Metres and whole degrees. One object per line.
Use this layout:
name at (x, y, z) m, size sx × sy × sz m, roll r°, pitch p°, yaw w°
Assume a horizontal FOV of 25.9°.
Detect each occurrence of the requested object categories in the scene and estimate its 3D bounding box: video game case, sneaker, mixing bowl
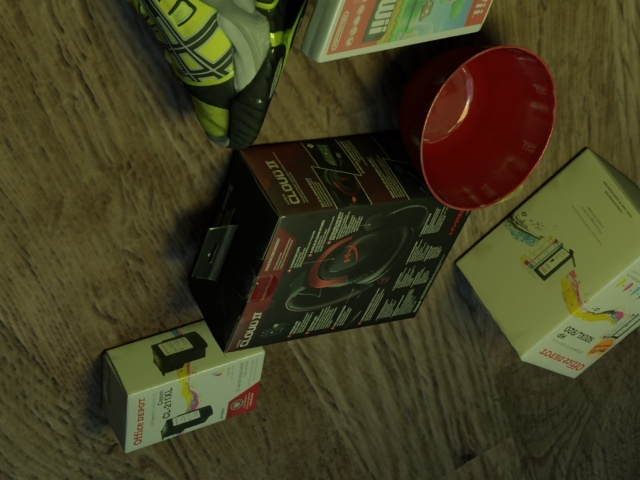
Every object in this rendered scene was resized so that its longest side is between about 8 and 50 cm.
video game case at (0.102, -0.265, 1.229) m, size 0.285 × 0.025 × 0.204 m, roll -21°, pitch 139°, yaw -53°
sneaker at (-0.093, -0.213, 1.185) m, size 0.147 × 0.145 × 0.384 m, roll 15°, pitch 153°, yaw 4°
mixing bowl at (0.150, -0.133, 1.470) m, size 0.181 × 0.098 × 0.181 m, roll -17°, pitch 123°, yaw -28°

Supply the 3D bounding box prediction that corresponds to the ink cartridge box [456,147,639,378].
ink cartridge box at (0.335, 0.036, 1.802) m, size 0.233 × 0.168 × 0.171 m, roll -43°, pitch 147°, yaw 17°

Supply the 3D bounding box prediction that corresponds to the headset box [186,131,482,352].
headset box at (0.000, 0.000, 1.532) m, size 0.293 × 0.110 × 0.218 m, roll -9°, pitch 140°, yaw -32°

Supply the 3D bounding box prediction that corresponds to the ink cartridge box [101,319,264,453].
ink cartridge box at (-0.164, 0.168, 1.653) m, size 0.175 × 0.072 × 0.127 m, roll -17°, pitch 145°, yaw -22°

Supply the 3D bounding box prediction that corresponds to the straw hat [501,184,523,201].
straw hat at (0.208, -0.078, 1.648) m, size 0.145 × 0.061 × 0.144 m, roll -21°, pitch 146°, yaw -15°
